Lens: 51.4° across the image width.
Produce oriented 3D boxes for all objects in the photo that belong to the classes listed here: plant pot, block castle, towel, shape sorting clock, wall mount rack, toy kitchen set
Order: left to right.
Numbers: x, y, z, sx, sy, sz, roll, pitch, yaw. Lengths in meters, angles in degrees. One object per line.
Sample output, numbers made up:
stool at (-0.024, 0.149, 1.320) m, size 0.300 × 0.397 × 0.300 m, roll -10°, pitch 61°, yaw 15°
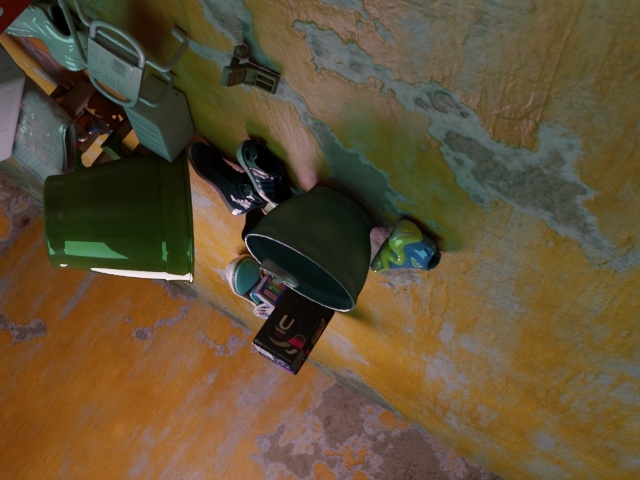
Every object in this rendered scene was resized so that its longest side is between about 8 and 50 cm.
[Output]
towel at (-0.768, -0.300, 1.756) m, size 0.331 × 0.053 × 0.317 m, roll 41°, pitch 140°, yaw 13°
block castle at (-0.643, -0.241, 1.963) m, size 0.303 × 0.213 × 0.453 m, roll 9°, pitch 150°, yaw 51°
wall mount rack at (-0.425, -0.413, 1.327) m, size 0.304 × 0.131 × 0.350 m, roll 33°, pitch 162°, yaw -12°
plant pot at (-0.520, -0.057, 1.729) m, size 0.352 × 0.367 × 0.366 m, roll -4°, pitch 168°, yaw -15°
toy kitchen set at (-0.122, -0.303, 1.191) m, size 0.075 × 0.083 × 0.068 m, roll 28°, pitch 119°, yaw 15°
shape sorting clock at (-0.154, 0.271, 2.559) m, size 0.206 × 0.041 × 0.206 m, roll -7°, pitch 156°, yaw -3°
plant pot at (0.000, 0.000, 1.531) m, size 0.293 × 0.196 × 0.293 m, roll 29°, pitch 160°, yaw 12°

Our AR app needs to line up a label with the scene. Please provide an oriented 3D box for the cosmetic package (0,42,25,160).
cosmetic package at (-0.968, -0.356, 1.609) m, size 0.329 × 0.327 × 0.393 m, roll 51°, pitch 143°, yaw 2°

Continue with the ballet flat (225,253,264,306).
ballet flat at (-0.281, 0.143, 2.472) m, size 0.139 × 0.139 × 0.400 m, roll 25°, pitch 163°, yaw 24°

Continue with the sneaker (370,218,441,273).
sneaker at (0.192, 0.042, 1.488) m, size 0.126 × 0.091 × 0.240 m, roll 32°, pitch 160°, yaw 3°

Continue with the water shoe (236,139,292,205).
water shoe at (-0.117, -0.150, 1.547) m, size 0.080 × 0.073 × 0.203 m, roll 10°, pitch 151°, yaw 45°

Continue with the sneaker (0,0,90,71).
sneaker at (-0.633, -0.508, 1.495) m, size 0.297 × 0.111 × 0.129 m, roll 28°, pitch 150°, yaw -4°

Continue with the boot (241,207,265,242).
boot at (-0.125, 0.012, 1.864) m, size 0.076 × 0.190 × 0.208 m, roll -30°, pitch 116°, yaw 20°

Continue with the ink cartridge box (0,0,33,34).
ink cartridge box at (-0.835, -0.541, 1.379) m, size 0.384 × 0.308 × 0.091 m, roll 31°, pitch 160°, yaw 5°

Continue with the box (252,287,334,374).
box at (-0.089, 0.300, 2.300) m, size 0.165 × 0.270 × 0.143 m, roll 27°, pitch 160°, yaw 17°

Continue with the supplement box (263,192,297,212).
supplement box at (-0.090, -0.086, 1.684) m, size 0.083 × 0.056 × 0.083 m, roll 35°, pitch 161°, yaw -5°

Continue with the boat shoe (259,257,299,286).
boat shoe at (-0.097, 0.083, 1.530) m, size 0.100 × 0.035 × 0.035 m, roll 38°, pitch 161°, yaw -11°

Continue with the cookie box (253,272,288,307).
cookie box at (-0.173, 0.172, 2.380) m, size 0.092 × 0.107 × 0.040 m, roll 41°, pitch 160°, yaw -23°

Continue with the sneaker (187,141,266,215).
sneaker at (-0.218, -0.169, 1.658) m, size 0.226 × 0.086 × 0.163 m, roll 50°, pitch 148°, yaw -20°

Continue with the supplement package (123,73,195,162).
supplement package at (-0.379, -0.287, 1.582) m, size 0.105 × 0.105 × 0.179 m, roll 32°, pitch 161°, yaw 10°
